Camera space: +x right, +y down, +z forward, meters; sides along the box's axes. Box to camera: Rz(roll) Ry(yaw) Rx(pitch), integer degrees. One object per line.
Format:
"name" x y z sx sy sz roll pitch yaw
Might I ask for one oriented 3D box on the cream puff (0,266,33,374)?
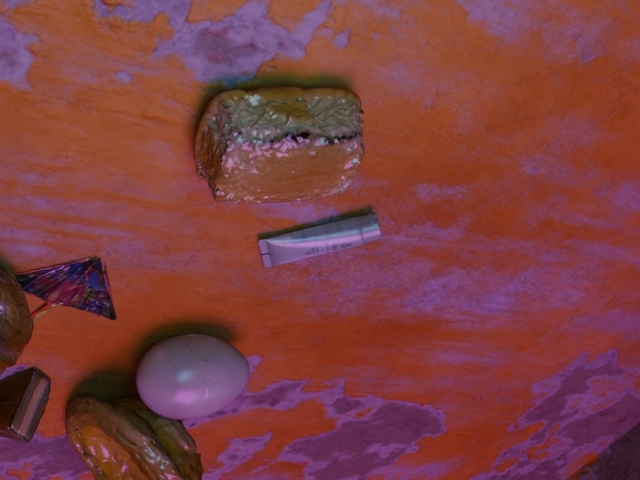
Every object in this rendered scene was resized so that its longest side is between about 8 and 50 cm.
"cream puff" -0.508 0.114 1.281 0.129 0.189 0.189 -25 143 12

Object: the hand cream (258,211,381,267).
"hand cream" 0.000 0.000 1.495 0.204 0.050 0.078 -14 145 -3

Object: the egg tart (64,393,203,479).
"egg tart" -0.325 0.409 1.662 0.132 0.345 0.345 -37 155 -37

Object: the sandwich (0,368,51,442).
"sandwich" -0.576 0.281 1.584 0.163 0.113 0.079 7 150 21

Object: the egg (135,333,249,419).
"egg" -0.226 0.242 1.596 0.209 0.151 0.151 -5 140 -28

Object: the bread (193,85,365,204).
"bread" -0.051 -0.130 1.245 0.245 0.121 0.174 -8 150 -24

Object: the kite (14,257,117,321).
"kite" -0.402 0.086 1.431 0.183 0.014 0.241 -36 142 20
